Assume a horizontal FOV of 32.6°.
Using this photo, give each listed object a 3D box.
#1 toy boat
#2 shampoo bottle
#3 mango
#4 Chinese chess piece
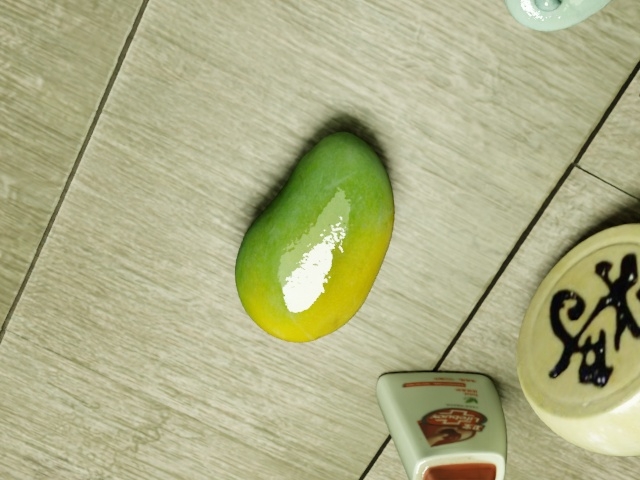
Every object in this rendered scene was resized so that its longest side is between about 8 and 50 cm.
[{"bbox_3d":[0.267,-0.303,1.103,0.134,0.079,0.208,35,110,-14],"label":"toy boat"},{"bbox_3d":[0.141,0.244,1.242,0.153,0.284,0.071,2,112,2],"label":"shampoo bottle"},{"bbox_3d":[0.000,0.000,1.243,0.156,0.114,0.251,29,101,2],"label":"mango"},{"bbox_3d":[0.331,0.106,1.181,0.104,0.257,0.257,32,113,-27],"label":"Chinese chess piece"}]
